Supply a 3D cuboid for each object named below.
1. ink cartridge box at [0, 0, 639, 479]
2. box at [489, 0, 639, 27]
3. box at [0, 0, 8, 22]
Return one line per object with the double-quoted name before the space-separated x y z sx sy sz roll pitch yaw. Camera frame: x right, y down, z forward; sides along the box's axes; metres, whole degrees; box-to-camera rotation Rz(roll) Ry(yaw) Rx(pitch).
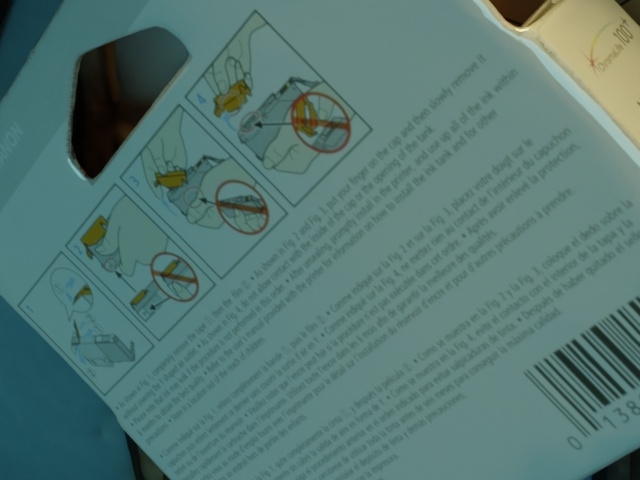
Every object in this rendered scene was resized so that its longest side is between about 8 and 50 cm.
"ink cartridge box" 0.000 0.000 0.471 0.239 0.060 0.275 47 133 0
"box" 0.071 -0.069 0.451 0.164 0.021 0.201 -31 99 32
"box" -0.252 -0.202 0.434 0.312 0.179 0.343 34 124 6
